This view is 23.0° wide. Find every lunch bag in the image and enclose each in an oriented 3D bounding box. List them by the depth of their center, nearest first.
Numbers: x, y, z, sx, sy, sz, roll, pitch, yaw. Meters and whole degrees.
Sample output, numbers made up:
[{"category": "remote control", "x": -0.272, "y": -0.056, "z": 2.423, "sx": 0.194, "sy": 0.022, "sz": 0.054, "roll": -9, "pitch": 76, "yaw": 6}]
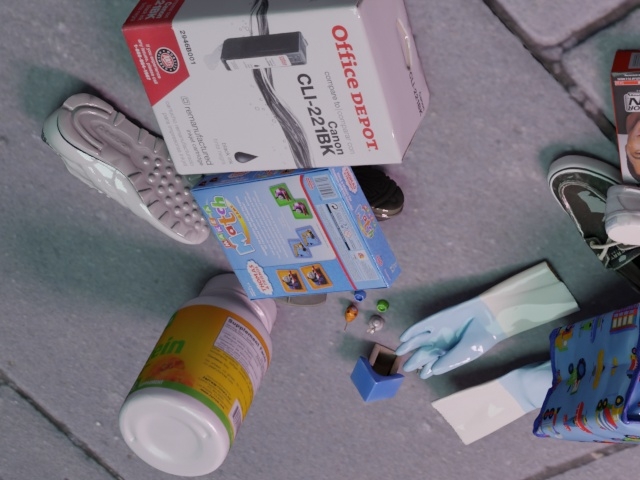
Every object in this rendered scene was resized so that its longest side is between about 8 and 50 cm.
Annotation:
[{"category": "lunch bag", "x": 0.422, "y": 0.182, "z": 1.754, "sx": 0.293, "sy": 0.138, "sz": 0.221, "roll": 17, "pitch": 165, "yaw": -14}]

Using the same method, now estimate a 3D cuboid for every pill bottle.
[{"category": "pill bottle", "x": -0.139, "y": 0.155, "z": 1.918, "sx": 0.136, "sy": 0.245, "sz": 0.136, "roll": 11, "pitch": 132, "yaw": 13}]

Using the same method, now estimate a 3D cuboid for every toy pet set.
[{"category": "toy pet set", "x": 0.074, "y": 0.140, "z": 1.943, "sx": 0.122, "sy": 0.065, "sz": 0.114, "roll": 25, "pitch": 134, "yaw": 1}]

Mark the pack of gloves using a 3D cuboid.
[{"category": "pack of gloves", "x": 0.218, "y": 0.150, "z": 1.876, "sx": 0.232, "sy": 0.046, "sz": 0.195, "roll": -27, "pitch": 116, "yaw": 24}]

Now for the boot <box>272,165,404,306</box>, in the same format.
[{"category": "boot", "x": 0.002, "y": -0.001, "z": 1.844, "sx": 0.190, "sy": 0.076, "sz": 0.208, "roll": 23, "pitch": 129, "yaw": 22}]

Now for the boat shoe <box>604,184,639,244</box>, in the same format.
[{"category": "boat shoe", "x": 0.386, "y": -0.025, "z": 1.667, "sx": 0.184, "sy": 0.063, "sz": 0.066, "roll": 4, "pitch": 158, "yaw": -9}]

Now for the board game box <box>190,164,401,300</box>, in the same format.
[{"category": "board game box", "x": -0.030, "y": -0.011, "z": 1.785, "sx": 0.211, "sy": 0.039, "sz": 0.160, "roll": -7, "pitch": 120, "yaw": 39}]

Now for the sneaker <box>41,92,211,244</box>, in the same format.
[{"category": "sneaker", "x": -0.227, "y": -0.078, "z": 1.876, "sx": 0.235, "sy": 0.090, "sz": 0.095, "roll": 43, "pitch": 144, "yaw": -11}]

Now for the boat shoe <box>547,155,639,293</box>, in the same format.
[{"category": "boat shoe", "x": 0.330, "y": -0.005, "z": 1.707, "sx": 0.219, "sy": 0.070, "sz": 0.078, "roll": 39, "pitch": 132, "yaw": -13}]

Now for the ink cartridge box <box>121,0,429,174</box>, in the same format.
[{"category": "ink cartridge box", "x": -0.043, "y": -0.183, "z": 1.674, "sx": 0.273, "sy": 0.114, "sz": 0.197, "roll": -2, "pitch": 128, "yaw": 23}]

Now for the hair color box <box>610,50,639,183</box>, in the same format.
[{"category": "hair color box", "x": 0.341, "y": -0.126, "z": 1.617, "sx": 0.072, "sy": 0.043, "sz": 0.141, "roll": 0, "pitch": 130, "yaw": 21}]
